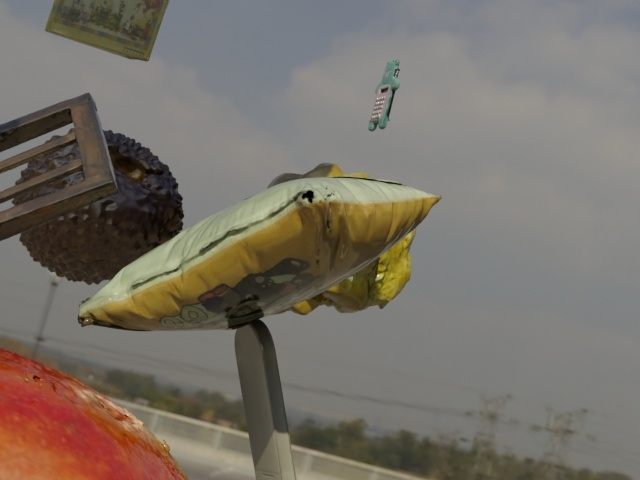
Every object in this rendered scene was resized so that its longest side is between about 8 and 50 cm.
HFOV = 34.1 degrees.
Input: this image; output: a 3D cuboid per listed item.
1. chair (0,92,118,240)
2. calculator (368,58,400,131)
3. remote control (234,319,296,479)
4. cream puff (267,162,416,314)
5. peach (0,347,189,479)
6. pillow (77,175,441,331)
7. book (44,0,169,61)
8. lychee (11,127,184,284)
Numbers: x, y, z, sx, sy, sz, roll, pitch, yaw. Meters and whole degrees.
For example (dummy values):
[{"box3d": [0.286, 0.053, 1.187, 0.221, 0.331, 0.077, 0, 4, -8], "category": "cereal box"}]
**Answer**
[{"box3d": [-0.395, 0.042, 1.124, 0.416, 0.203, 0.240, -19, -49, -5], "category": "chair"}, {"box3d": [0.122, -0.275, 1.975, 0.019, 0.141, 0.094, 17, -6, -20], "category": "calculator"}, {"box3d": [-0.063, 0.214, 1.224, 0.022, 0.244, 0.077, -9, -3, -28], "category": "remote control"}, {"box3d": [0.007, -0.006, 1.805, 0.324, 0.274, 0.270, -2, -7, 3], "category": "cream puff"}, {"box3d": [-0.234, 0.240, 0.714, 0.353, 0.339, 0.416, 2, -30, 25], "category": "peach"}, {"box3d": [-0.056, 0.015, 1.125, 0.310, 0.119, 0.312, -29, -10, 24], "category": "pillow"}, {"box3d": [-0.306, -0.378, 1.559, 0.168, 0.192, 0.013, 18, 0, 5], "category": "book"}, {"box3d": [-0.365, -0.045, 1.688, 0.268, 0.267, 0.267, 14, -11, 3], "category": "lychee"}]
